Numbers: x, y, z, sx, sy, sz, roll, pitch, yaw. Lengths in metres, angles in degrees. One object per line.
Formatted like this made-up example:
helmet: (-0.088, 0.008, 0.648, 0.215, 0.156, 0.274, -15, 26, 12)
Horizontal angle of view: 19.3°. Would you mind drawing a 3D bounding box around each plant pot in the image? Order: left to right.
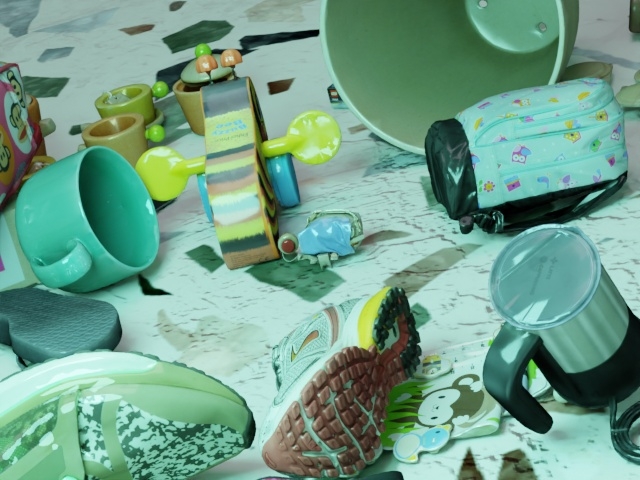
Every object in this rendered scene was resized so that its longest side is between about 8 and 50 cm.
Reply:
plant pot: (0.171, -0.238, 1.973, 0.257, 0.256, 0.274, -3, 12, 25)

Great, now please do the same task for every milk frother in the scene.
milk frother: (0.200, 0.078, 1.327, 0.143, 0.135, 0.129, 7, 65, 31)

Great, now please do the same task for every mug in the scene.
mug: (-0.237, -0.014, 1.788, 0.097, 0.129, 0.158, -22, -9, 25)

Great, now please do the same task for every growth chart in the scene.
growth chart: (0.084, 0.119, 1.465, 0.237, 0.021, 0.172, -15, 25, 1)

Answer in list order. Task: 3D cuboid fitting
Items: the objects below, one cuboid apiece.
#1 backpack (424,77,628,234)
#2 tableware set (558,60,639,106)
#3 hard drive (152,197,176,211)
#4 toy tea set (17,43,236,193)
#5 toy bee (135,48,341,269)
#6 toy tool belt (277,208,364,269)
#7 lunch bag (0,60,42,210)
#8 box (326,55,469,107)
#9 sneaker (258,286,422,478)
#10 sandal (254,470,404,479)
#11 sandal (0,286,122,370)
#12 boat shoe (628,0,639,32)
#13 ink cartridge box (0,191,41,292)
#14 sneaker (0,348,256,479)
backpack: (0.194, -0.083, 1.730, 0.182, 0.115, 0.152, -12, 21, -2)
tableware set: (0.306, -0.159, 1.951, 0.169, 0.020, 0.141, -4, 25, 27)
hard drive: (-0.229, -0.028, 1.964, 0.094, 0.022, 0.135, 9, 33, 42)
toy tea set: (-0.256, -0.149, 2.120, 0.336, 0.124, 0.200, -26, 26, -23)
toy bee: (-0.095, -0.098, 1.874, 0.195, 0.162, 0.298, -23, 25, -14)
toy tool belt: (0.000, 0.000, 1.736, 0.083, 0.052, 0.051, -13, 15, 5)
lunch bag: (-0.428, -0.073, 1.839, 0.258, 0.120, 0.293, -9, 25, 13)
box: (0.089, -0.178, 2.107, 0.137, 0.027, 0.094, 3, 28, 35)
sneaker: (0.003, 0.114, 1.416, 0.093, 0.088, 0.225, -12, 17, 26)
sandal: (-0.028, 0.186, 1.323, 0.179, 0.040, 0.067, -16, -16, -17)
sandal: (-0.244, 0.087, 1.698, 0.097, 0.054, 0.254, -16, 13, -22)
boat shoe: (0.393, -0.288, 2.145, 0.072, 0.068, 0.190, 4, 37, 11)
ink cartridge box: (-0.411, 0.017, 1.890, 0.235, 0.088, 0.193, -22, 24, -20)
sneaker: (-0.238, 0.212, 1.362, 0.410, 0.158, 0.182, -15, 55, -5)
